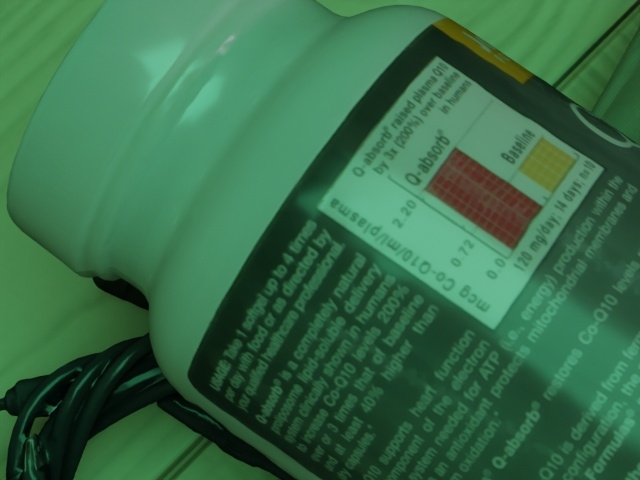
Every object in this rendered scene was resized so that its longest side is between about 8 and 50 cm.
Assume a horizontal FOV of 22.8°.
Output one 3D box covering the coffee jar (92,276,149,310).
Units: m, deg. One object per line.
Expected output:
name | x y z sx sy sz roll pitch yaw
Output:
coffee jar | 0.000 0.000 0.665 0.184 0.079 0.096 14 79 -5

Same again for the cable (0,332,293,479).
cable | -0.055 0.127 0.639 0.150 0.047 0.184 -21 95 -15

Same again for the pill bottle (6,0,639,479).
pill bottle | 0.044 0.020 0.537 0.278 0.162 0.162 35 75 7

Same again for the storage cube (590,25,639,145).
storage cube | 0.236 -0.034 0.618 0.193 0.183 0.215 41 64 -15
